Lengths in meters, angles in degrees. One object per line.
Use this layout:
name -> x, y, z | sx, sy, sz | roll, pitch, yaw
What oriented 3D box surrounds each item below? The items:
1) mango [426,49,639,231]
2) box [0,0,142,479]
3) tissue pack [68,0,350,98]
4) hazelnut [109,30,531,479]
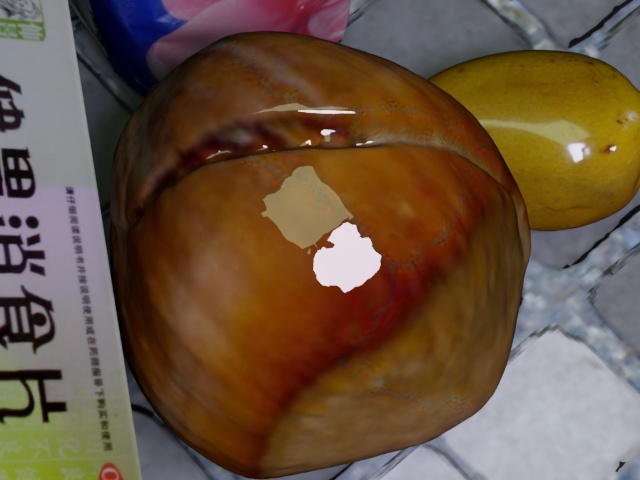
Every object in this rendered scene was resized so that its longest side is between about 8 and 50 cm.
mango -> 0.089, -0.046, 0.838 | 0.114, 0.060, 0.080 | -6, 65, 3
box -> -0.173, 0.010, 0.739 | 0.175, 0.062, 0.260 | 1, 65, -29
tissue pack -> -0.079, -0.202, 0.794 | 0.137, 0.269, 0.209 | -34, 71, -11
hazelnut -> 0.000, 0.000, 0.765 | 0.182, 0.182, 0.182 | 0, 68, 1
